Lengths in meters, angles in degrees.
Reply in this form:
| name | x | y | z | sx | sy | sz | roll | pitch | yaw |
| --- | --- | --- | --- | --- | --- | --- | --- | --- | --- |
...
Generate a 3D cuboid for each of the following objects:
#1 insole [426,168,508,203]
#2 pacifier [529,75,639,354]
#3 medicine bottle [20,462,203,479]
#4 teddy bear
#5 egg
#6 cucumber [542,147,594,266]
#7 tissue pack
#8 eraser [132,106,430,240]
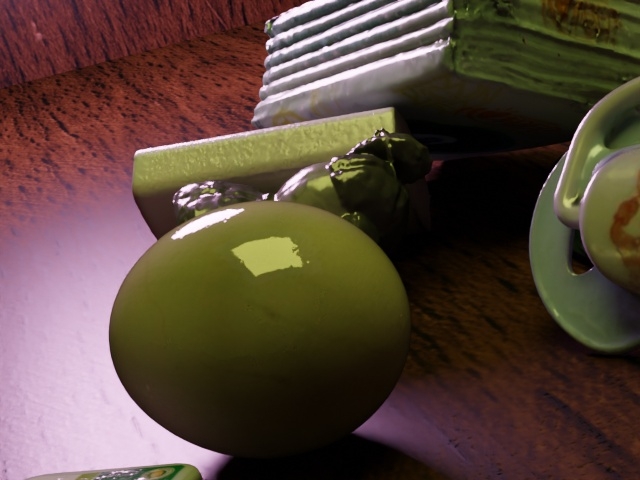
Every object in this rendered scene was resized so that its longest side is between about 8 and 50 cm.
| name | x | y | z | sx | sy | sz | roll | pitch | yaw |
| --- | --- | --- | --- | --- | --- | --- | --- | --- | --- |
| insole | 0.061 | -0.046 | 1.526 | 0.309 | 0.012 | 0.110 | -9 | 17 | 14 |
| pacifier | 0.308 | -0.009 | 1.036 | 0.279 | 0.227 | 0.207 | 2 | -17 | 38 |
| medicine bottle | -0.165 | 0.194 | 0.853 | 0.183 | 0.069 | 0.119 | -8 | 20 | 18 |
| teddy bear | -0.014 | 0.011 | 1.225 | 0.251 | 0.144 | 0.171 | -9 | 39 | 14 |
| egg | -0.048 | 0.065 | 0.973 | 0.241 | 0.186 | 0.186 | -5 | 19 | 33 |
| cucumber | 0.275 | -0.038 | 1.275 | 0.115 | 0.063 | 0.244 | -12 | 19 | 4 |
| tissue pack | 0.140 | -0.185 | 1.425 | 0.287 | 0.162 | 0.388 | 7 | -7 | -30 |
| eraser | -0.035 | -0.049 | 1.365 | 0.270 | 0.174 | 0.095 | -10 | 59 | 13 |
